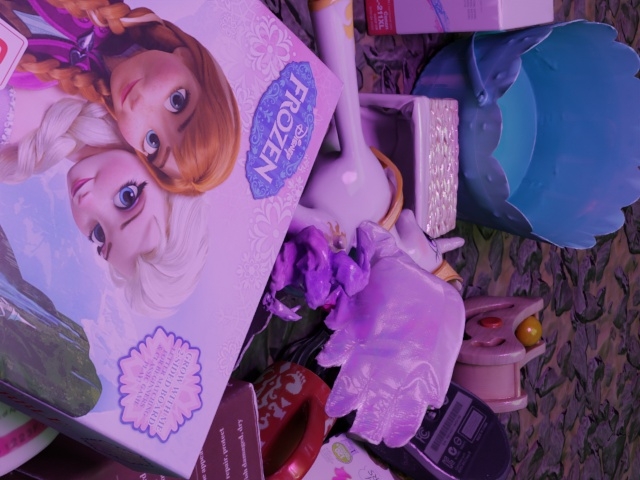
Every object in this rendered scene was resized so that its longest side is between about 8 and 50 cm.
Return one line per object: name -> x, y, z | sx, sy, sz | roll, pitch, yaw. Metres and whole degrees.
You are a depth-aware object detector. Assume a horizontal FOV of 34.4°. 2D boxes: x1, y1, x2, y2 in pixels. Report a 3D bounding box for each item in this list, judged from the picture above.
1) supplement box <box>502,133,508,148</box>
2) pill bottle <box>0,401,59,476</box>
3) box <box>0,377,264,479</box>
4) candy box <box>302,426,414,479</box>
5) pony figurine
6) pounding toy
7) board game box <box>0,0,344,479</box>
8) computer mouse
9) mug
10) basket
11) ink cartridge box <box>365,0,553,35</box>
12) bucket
supplement box -> 0.255, -0.126, 1.417 | 0.055, 0.043, 0.083 | -52, 133, -31
pill bottle -> -0.274, 0.011, 0.682 | 0.160, 0.160, 0.283 | -29, 118, -45
box -> -0.171, 0.210, 0.837 | 0.203, 0.169, 0.166 | -23, 114, -47
candy box -> 0.057, 0.291, 1.141 | 0.196, 0.165, 0.070 | -20, 155, -49
pony figurine -> 0.000, 0.000, 0.941 | 0.351, 0.303, 0.363 | -53, 125, -37
pounding toy -> 0.203, 0.115, 1.303 | 0.270, 0.154, 0.154 | -24, 114, -48
board game box -> -0.149, -0.060, 0.640 | 0.318, 0.066, 0.318 | 39, 62, -38
computer mouse -> 0.092, 0.183, 1.158 | 0.272, 0.072, 0.188 | 41, 52, 5
mug -> -0.046, 0.211, 1.018 | 0.169, 0.150, 0.113 | -49, 134, -41
basket -> 0.089, -0.084, 1.161 | 0.103, 0.113, 0.167 | -16, 109, -52
ink cartridge box -> 0.156, -0.273, 1.162 | 0.127, 0.175, 0.072 | -20, 111, -48
bucket -> 0.251, -0.133, 1.258 | 0.281, 0.183, 0.281 | -8, 103, -36
